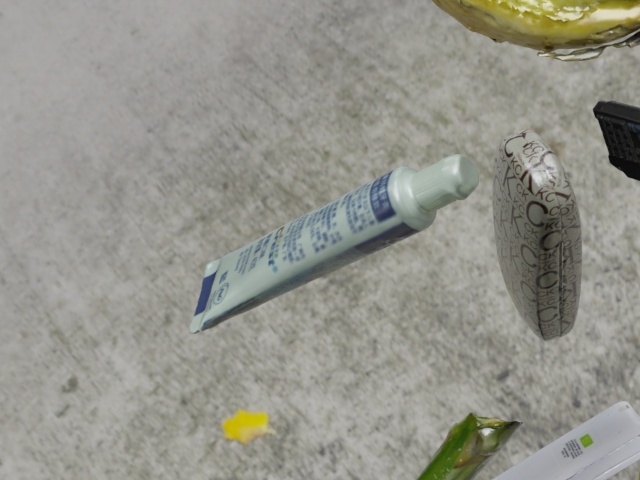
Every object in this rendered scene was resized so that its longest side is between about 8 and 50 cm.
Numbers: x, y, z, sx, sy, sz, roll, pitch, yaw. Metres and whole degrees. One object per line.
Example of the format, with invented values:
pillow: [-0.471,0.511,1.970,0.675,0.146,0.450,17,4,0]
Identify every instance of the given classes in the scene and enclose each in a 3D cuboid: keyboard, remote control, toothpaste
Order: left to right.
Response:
toothpaste: [0.000,0.000,0.637,0.216,0.037,0.062,-26,34,36]
remote control: [0.275,0.280,1.300,0.250,0.034,0.103,-34,12,6]
keyboard: [0.390,-0.084,1.146,0.016,0.106,0.262,-38,32,-15]

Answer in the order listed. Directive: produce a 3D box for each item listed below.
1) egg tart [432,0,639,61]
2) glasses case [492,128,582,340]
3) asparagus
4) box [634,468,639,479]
egg tart: [0.157,-0.253,0.693,0.278,0.279,0.095,1,27,26]
glasses case: [0.279,0.003,1.407,0.085,0.355,0.137,-22,52,-3]
asparagus: [0.180,0.388,1.706,0.343,0.085,0.082,-50,1,11]
box: [0.422,0.339,1.357,0.040,0.279,0.153,7,64,9]
